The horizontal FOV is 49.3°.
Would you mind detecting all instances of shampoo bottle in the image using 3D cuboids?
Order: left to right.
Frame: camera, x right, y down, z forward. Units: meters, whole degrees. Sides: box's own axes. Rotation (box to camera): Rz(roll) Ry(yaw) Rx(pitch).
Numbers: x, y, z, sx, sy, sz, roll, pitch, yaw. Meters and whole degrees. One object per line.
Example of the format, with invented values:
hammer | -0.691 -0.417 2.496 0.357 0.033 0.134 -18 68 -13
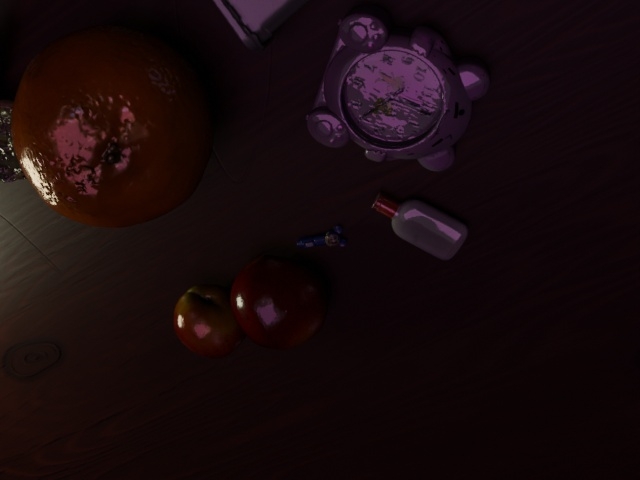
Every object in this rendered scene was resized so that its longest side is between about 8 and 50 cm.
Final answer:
shampoo bottle | 0.222 -0.040 1.596 0.221 0.051 0.108 28 125 -4

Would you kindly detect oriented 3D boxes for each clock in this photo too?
clock | 0.158 -0.296 1.424 0.322 0.113 0.295 21 123 -1

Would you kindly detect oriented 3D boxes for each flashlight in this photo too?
flashlight | 0.000 0.000 1.684 0.121 0.035 0.057 -10 118 18

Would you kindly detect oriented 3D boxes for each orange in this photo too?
orange | -0.427 -0.228 1.450 0.424 0.326 0.424 -3 111 -9

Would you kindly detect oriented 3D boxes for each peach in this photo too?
peach | -0.283 0.211 1.797 0.190 0.190 0.192 8 126 9
peach | -0.101 0.147 1.703 0.243 0.199 0.243 0 108 1

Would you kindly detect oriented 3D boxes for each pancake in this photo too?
pancake | -0.757 -0.237 1.663 0.282 0.049 0.282 -1 146 -1

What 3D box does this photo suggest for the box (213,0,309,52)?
box | -0.137 -0.541 1.323 0.182 0.175 0.312 -31 109 19
